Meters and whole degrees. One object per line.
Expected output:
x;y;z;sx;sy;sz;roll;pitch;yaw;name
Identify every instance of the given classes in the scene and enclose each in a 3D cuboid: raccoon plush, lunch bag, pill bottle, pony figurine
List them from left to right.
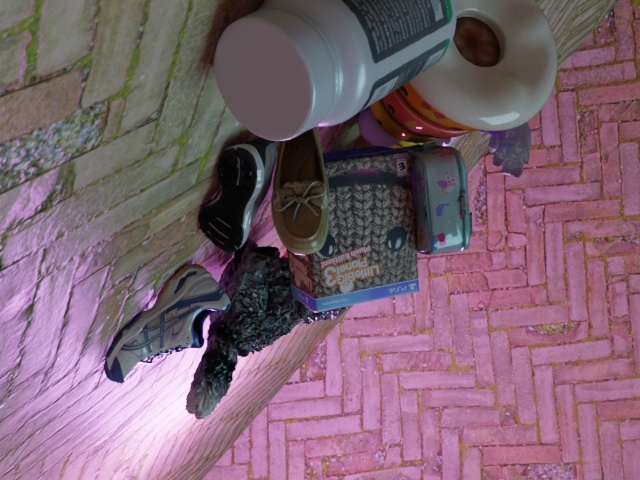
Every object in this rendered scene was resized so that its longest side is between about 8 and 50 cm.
-0.093;0.207;1.869;0.447;0.299;0.216;-68;-162;-10;raccoon plush
0.028;-0.289;1.249;0.361;0.204;0.204;-37;163;-43;pill bottle
0.223;-0.095;1.775;0.107;0.224;0.279;-6;-169;-12;lunch bag
0.408;-0.361;2.183;0.363;0.302;0.351;72;36;-56;pony figurine

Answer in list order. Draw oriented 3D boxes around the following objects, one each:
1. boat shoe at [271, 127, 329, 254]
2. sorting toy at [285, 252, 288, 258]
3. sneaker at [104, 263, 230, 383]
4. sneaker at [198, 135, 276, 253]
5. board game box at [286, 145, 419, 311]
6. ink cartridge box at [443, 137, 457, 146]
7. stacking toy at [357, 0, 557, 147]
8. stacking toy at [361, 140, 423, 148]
-0.040;-0.112;1.523;0.104;0.285;0.089;-5;152;-4;boat shoe
0.000;0.000;2.275;0.257;0.089;0.255;-37;163;-41;sorting toy
-0.306;0.190;1.711;0.296;0.131;0.112;-49;169;5;sneaker
-0.141;-0.079;1.553;0.108;0.100;0.272;-44;168;-45;sneaker
0.058;-0.029;1.725;0.232;0.291;0.141;-10;-166;-20;board game box
0.412;-0.391;2.503;0.160;0.092;0.219;-36;162;-43;ink cartridge box
0.216;-0.307;1.751;0.350;0.351;0.480;-42;-179;-28;stacking toy
0.198;-0.252;2.108;0.175;0.165;0.302;7;-115;56;stacking toy
